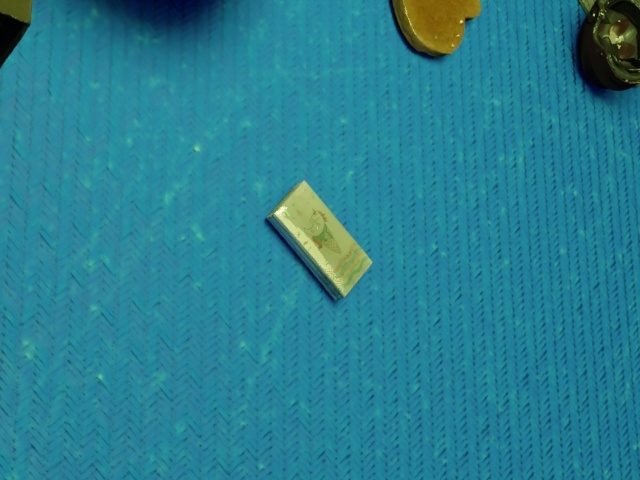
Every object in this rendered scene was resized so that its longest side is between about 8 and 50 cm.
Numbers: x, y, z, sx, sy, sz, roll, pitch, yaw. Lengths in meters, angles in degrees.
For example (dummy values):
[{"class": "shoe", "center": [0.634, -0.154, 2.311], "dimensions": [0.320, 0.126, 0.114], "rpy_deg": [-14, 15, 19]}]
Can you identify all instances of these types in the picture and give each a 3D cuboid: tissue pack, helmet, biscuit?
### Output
[{"class": "tissue pack", "center": [0.000, 0.000, 1.371], "dimensions": [0.108, 0.023, 0.056], "rpy_deg": [49, 53, -13]}, {"class": "helmet", "center": [0.342, -0.229, 1.673], "dimensions": [0.098, 0.070, 0.123], "rpy_deg": [15, 63, -24]}, {"class": "biscuit", "center": [0.123, -0.262, 1.549], "dimensions": [0.118, 0.023, 0.140], "rpy_deg": [12, 68, -34]}]

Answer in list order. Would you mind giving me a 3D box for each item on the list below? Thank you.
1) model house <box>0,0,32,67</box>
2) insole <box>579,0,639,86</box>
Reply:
[{"class": "model house", "center": [-0.317, -0.268, 1.125], "dimensions": [0.211, 0.204, 0.243], "rpy_deg": [21, 47, -31]}, {"class": "insole", "center": [0.343, -0.274, 1.730], "dimensions": [0.065, 0.006, 0.193], "rpy_deg": [-29, 94, -40]}]
